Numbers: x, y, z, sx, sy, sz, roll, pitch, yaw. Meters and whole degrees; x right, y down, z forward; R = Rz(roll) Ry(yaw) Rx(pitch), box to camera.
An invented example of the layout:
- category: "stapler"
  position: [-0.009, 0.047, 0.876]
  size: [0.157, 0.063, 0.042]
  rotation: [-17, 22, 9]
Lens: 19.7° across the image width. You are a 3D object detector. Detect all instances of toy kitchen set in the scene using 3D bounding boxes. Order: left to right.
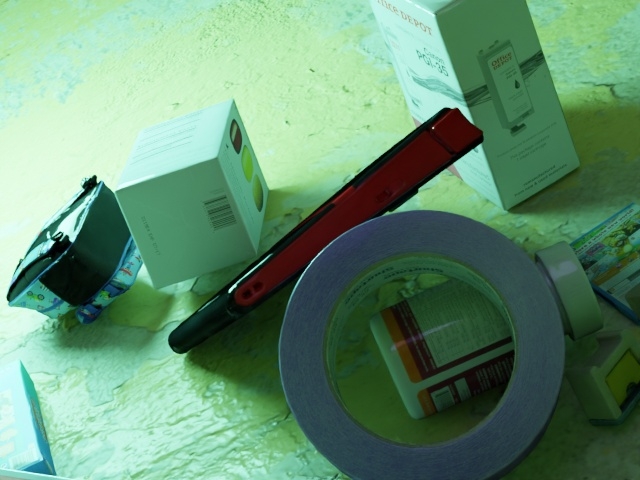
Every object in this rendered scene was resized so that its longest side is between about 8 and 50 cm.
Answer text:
- category: "toy kitchen set"
  position: [0.373, 0.118, 1.779]
  size: [0.166, 0.122, 0.207]
  rotation: [-46, 19, -30]

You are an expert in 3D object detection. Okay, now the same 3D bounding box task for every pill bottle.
- category: "pill bottle"
  position: [0.171, 0.090, 1.906]
  size: [0.221, 0.121, 0.121]
  rotation: [-24, 33, 0]

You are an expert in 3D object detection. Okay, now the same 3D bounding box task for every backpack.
- category: "backpack"
  position: [-0.306, 0.031, 2.293]
  size: [0.173, 0.117, 0.158]
  rotation: [-41, 19, 35]

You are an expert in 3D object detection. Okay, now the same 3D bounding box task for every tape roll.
- category: "tape roll"
  position: [0.100, 0.113, 1.799]
  size: [0.274, 0.090, 0.275]
  rotation: [-2, 77, 7]

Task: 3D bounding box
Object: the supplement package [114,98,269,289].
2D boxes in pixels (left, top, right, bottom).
- category: "supplement package"
  position: [-0.153, -0.062, 2.264]
  size: [0.133, 0.139, 0.244]
  rotation: [-18, 20, 9]

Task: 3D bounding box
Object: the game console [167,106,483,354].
- category: "game console"
  position: [0.000, 0.000, 2.031]
  size: [0.342, 0.060, 0.386]
  rotation: [-41, 1, -18]

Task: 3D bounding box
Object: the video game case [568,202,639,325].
- category: "video game case"
  position: [0.341, 0.023, 1.991]
  size: [0.119, 0.015, 0.166]
  rotation: [-33, 34, -12]

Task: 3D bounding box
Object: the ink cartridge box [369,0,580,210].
- category: "ink cartridge box"
  position: [0.173, -0.206, 2.174]
  size: [0.117, 0.283, 0.207]
  rotation: [-31, 33, -11]

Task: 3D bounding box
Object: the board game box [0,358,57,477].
- category: "board game box"
  position: [-0.394, 0.240, 2.114]
  size: [0.160, 0.047, 0.210]
  rotation: [-25, 34, -1]

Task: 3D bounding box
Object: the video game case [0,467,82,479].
- category: "video game case"
  position: [-0.363, 0.358, 1.903]
  size: [0.204, 0.025, 0.285]
  rotation: [4, 49, 28]
